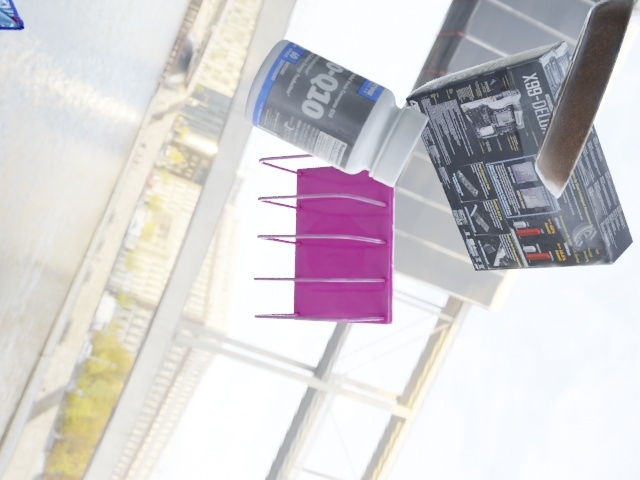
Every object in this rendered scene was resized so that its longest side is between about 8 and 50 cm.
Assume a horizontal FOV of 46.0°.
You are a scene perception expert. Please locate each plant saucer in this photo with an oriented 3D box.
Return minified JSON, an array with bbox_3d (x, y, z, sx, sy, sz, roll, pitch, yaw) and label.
[{"bbox_3d":[0.205,-0.117,0.600,0.168,0.029,0.168,19,90,-79],"label":"plant saucer"}]

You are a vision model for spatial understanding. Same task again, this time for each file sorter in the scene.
[{"bbox_3d":[0.000,0.000,1.319,0.202,0.182,0.290,-1,-95,31],"label":"file sorter"}]

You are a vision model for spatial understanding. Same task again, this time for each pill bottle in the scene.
[{"bbox_3d":[0.014,-0.103,0.623,0.078,0.137,0.078,-63,176,-7],"label":"pill bottle"}]

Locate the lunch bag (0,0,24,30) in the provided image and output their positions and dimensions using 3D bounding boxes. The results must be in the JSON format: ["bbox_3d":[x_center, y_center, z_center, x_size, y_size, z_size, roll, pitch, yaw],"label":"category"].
[{"bbox_3d":[-0.726,-0.428,1.353,0.221,0.293,0.138,27,-48,45],"label":"lunch bag"}]

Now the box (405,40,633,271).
[{"bbox_3d":[0.283,-0.107,1.096,0.076,0.307,0.242,-35,-163,-36],"label":"box"}]
